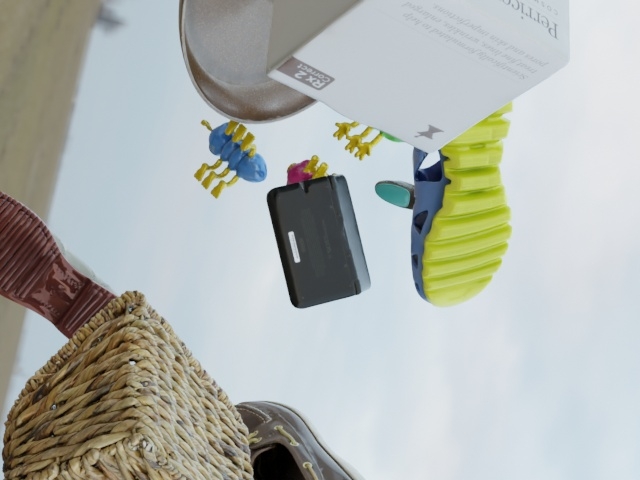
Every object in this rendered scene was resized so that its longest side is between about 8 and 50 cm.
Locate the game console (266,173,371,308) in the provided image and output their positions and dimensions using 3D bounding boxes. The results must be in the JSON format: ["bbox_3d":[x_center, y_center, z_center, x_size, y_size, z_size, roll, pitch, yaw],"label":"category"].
[{"bbox_3d":[0.000,0.000,1.514,0.071,0.107,0.122,167,-91,-72],"label":"game console"}]

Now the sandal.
[{"bbox_3d":[0.165,-0.072,1.903,0.138,0.126,0.317,33,-59,58],"label":"sandal"}]

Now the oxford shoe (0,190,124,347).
[{"bbox_3d":[-0.422,0.048,2.279,0.123,0.348,0.130,-45,-175,-3],"label":"oxford shoe"}]

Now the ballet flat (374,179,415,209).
[{"bbox_3d":[0.135,-0.064,2.192,0.041,0.114,0.041,19,90,-79],"label":"ballet flat"}]

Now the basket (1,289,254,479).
[{"bbox_3d":[-0.219,0.246,1.679,0.299,0.213,0.223,55,17,-43],"label":"basket"}]

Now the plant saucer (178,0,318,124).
[{"bbox_3d":[-0.038,-0.274,1.607,0.050,0.310,0.311,34,-63,37],"label":"plant saucer"}]

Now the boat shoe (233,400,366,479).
[{"bbox_3d":[-0.053,0.302,2.035,0.324,0.096,0.117,35,-72,49],"label":"boat shoe"}]

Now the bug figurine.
[{"bbox_3d":[-0.010,-0.134,1.636,0.216,0.072,0.279,49,-65,24],"label":"bug figurine"}]

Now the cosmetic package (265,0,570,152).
[{"bbox_3d":[0.069,-0.190,1.054,0.151,0.151,0.184,-33,-136,46],"label":"cosmetic package"}]
